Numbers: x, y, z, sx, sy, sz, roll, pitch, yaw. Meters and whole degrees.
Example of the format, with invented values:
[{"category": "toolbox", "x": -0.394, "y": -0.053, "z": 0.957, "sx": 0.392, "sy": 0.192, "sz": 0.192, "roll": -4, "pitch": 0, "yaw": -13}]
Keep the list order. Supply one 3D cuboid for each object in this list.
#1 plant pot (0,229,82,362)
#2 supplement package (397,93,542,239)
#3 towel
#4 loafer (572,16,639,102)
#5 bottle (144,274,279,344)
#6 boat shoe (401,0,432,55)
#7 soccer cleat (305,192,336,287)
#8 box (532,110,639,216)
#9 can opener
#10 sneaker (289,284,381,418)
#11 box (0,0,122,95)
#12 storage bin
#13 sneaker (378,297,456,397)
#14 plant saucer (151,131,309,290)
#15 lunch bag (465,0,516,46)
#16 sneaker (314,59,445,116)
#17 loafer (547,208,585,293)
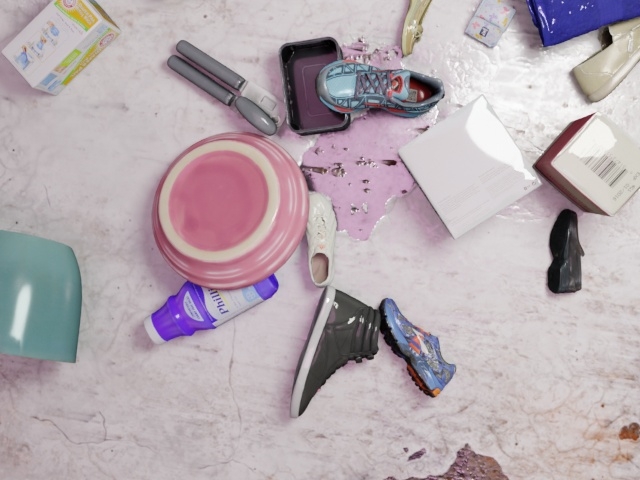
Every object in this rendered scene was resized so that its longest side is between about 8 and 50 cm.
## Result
[{"category": "plant pot", "x": -0.617, "y": 0.108, "z": 1.602, "sx": 0.293, "sy": 0.293, "sz": 0.235, "roll": 9, "pitch": 80, "yaw": 6}, {"category": "supplement package", "x": 0.283, "y": -0.140, "z": 1.539, "sx": 0.194, "sy": 0.149, "sz": 0.203, "roll": -33, "pitch": 89, "yaw": 8}, {"category": "towel", "x": 0.516, "y": -0.505, "z": 1.432, "sx": 0.309, "sy": 0.076, "sz": 0.227, "roll": -17, "pitch": 109, "yaw": 6}, {"category": "loafer", "x": 0.588, "y": -0.389, "z": 1.514, "sx": 0.092, "sy": 0.102, "sz": 0.268, "roll": 39, "pitch": 98, "yaw": -3}, {"category": "bottle", "x": -0.230, "y": 0.122, "z": 1.644, "sx": 0.283, "sy": 0.092, "sz": 0.118, "roll": -28, "pitch": 85, "yaw": 8}, {"category": "boat shoe", "x": 0.196, "y": -0.440, "z": 1.581, "sx": 0.048, "sy": 0.056, "sz": 0.152, "roll": 14, "pitch": 88, "yaw": 10}, {"category": "soccer cleat", "x": 0.000, "y": 0.000, "z": 1.618, "sx": 0.068, "sy": 0.076, "sz": 0.196, "roll": -5, "pitch": 93, "yaw": 7}, {"category": "box", "x": 0.502, "y": -0.139, "z": 1.472, "sx": 0.149, "sy": 0.232, "sz": 0.127, "roll": 41, "pitch": 97, "yaw": 3}, {"category": "can opener", "x": -0.189, "y": -0.314, "z": 1.619, "sx": 0.280, "sy": 0.093, "sz": 0.074, "roll": 35, "pitch": 98, "yaw": 8}, {"category": "sneaker", "x": 0.034, "y": 0.247, "z": 1.618, "sx": 0.147, "sy": 0.104, "sz": 0.295, "roll": 18, "pitch": 103, "yaw": -6}, {"category": "box", "x": -0.529, "y": -0.411, "z": 1.635, "sx": 0.203, "sy": 0.114, "sz": 0.103, "roll": -42, "pitch": 87, "yaw": 7}, {"category": "storage bin", "x": -0.010, "y": -0.307, "z": 1.597, "sx": 0.122, "sy": 0.084, "sz": 0.180, "roll": -7, "pitch": 93, "yaw": 7}, {"category": "sneaker", "x": 0.193, "y": 0.209, "z": 1.616, "sx": 0.087, "sy": 0.083, "sz": 0.221, "roll": -32, "pitch": 85, "yaw": -17}, {"category": "plant saucer", "x": -0.190, "y": -0.069, "z": 1.583, "sx": 0.333, "sy": 0.084, "sz": 0.331, "roll": -3, "pitch": 75, "yaw": 12}, {"category": "lunch bag", "x": 0.336, "y": -0.431, "z": 1.566, "sx": 0.071, "sy": 0.053, "sz": 0.083, "roll": 33, "pitch": 106, "yaw": 5}, {"category": "sneaker", "x": 0.119, "y": -0.299, "z": 1.513, "sx": 0.262, "sy": 0.125, "sz": 0.104, "roll": -1, "pitch": 89, "yaw": -24}, {"category": "loafer", "x": 0.494, "y": 0.022, "z": 1.578, "sx": 0.061, "sy": 0.062, "sz": 0.169, "roll": 3, "pitch": 98, "yaw": -16}]
